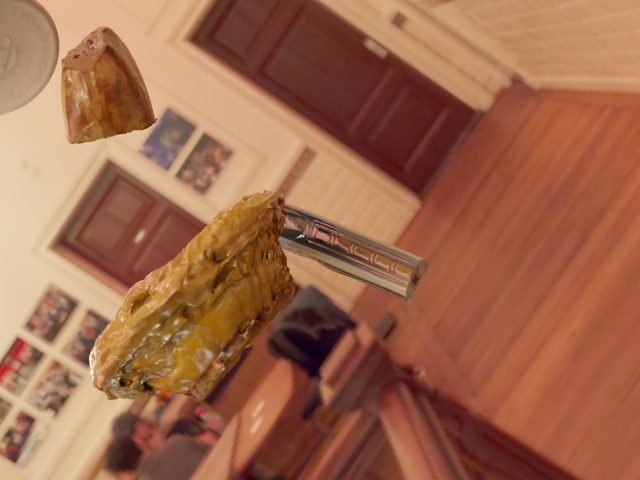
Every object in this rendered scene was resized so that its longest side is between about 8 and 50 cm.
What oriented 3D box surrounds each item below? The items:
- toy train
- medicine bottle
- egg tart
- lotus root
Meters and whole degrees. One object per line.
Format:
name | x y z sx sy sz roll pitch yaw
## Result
toy train | 0.000 0.000 1.345 0.055 0.251 0.048 -66 -21 -5
medicine bottle | -0.517 -0.321 1.648 0.190 0.190 0.332 -55 46 7
egg tart | -0.119 0.077 1.232 0.294 0.123 0.294 -46 -4 -4
lotus root | -0.263 -0.190 1.462 0.095 0.135 0.159 3 35 31
